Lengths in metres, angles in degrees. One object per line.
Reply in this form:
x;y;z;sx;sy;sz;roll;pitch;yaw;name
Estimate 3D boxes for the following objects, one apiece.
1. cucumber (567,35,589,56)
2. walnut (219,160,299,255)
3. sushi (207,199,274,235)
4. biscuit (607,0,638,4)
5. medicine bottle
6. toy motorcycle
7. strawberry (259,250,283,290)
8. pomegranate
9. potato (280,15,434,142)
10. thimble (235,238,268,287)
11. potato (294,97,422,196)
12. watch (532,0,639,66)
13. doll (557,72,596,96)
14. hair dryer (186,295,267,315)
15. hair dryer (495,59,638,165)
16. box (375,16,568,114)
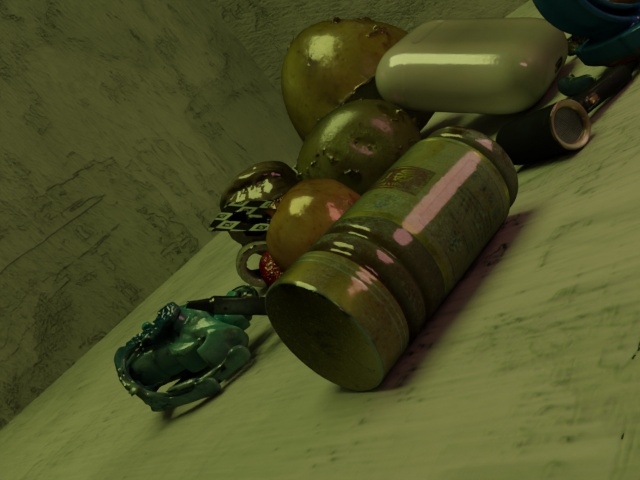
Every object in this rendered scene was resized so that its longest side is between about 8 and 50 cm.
0.565;-0.435;1.389;0.163;0.043;0.039;-36;-32;-31;cucumber
-0.134;-0.088;1.716;0.248;0.248;0.248;-37;11;8;walnut
-0.105;-0.041;1.511;0.280;0.043;0.192;-2;25;9;sushi
0.678;-0.547;1.372;0.359;0.046;0.359;-31;11;7;biscuit
0.095;0.006;0.760;0.322;0.151;0.151;-45;13;-32;medicine bottle
-0.220;0.184;1.111;0.260;0.154;0.206;-23;36;21;toy motorcycle
-0.067;0.056;1.259;0.106;0.106;0.106;-37;11;8;strawberry
0.003;-0.013;1.067;0.191;0.191;0.191;-37;11;8;pomegranate
0.077;-0.408;1.684;0.385;0.319;0.442;-38;-17;1;potato
-0.128;0.049;1.444;0.115;0.102;0.090;-28;9;-5;thimble
0.068;-0.162;1.405;0.270;0.219;0.359;-28;1;-12;potato
0.496;-0.449;1.018;0.305;0.274;0.241;-38;9;-1;watch
0.427;-0.257;1.085;0.027;0.037;0.125;-37;12;1;doll
-0.109;0.098;1.056;0.195;0.050;0.173;6;13;0;hair dryer
0.378;-0.196;0.967;0.255;0.070;0.128;-35;8;-24;hair dryer
0.306;-0.359;1.341;0.349;0.141;0.288;10;40;30;box
